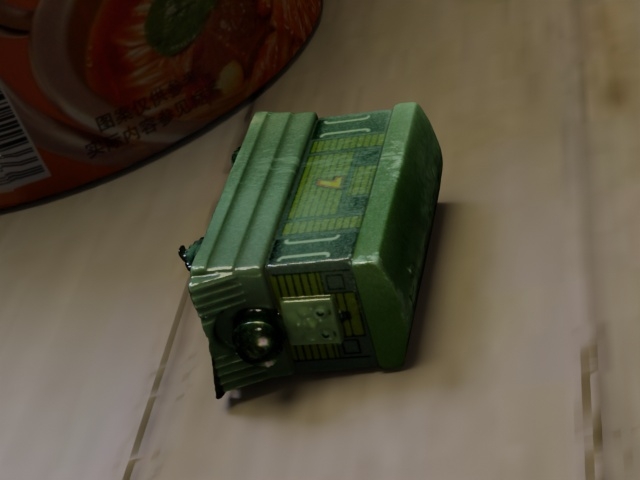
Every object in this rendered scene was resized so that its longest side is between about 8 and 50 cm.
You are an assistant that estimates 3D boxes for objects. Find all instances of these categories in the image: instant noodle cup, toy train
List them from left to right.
[{"bbox_3d":[-0.121,-0.139,0.542,0.250,0.192,0.250,-15,29,9],"label":"instant noodle cup"},{"bbox_3d":[0.000,0.000,0.398,0.056,0.038,0.093,-4,33,15],"label":"toy train"}]
